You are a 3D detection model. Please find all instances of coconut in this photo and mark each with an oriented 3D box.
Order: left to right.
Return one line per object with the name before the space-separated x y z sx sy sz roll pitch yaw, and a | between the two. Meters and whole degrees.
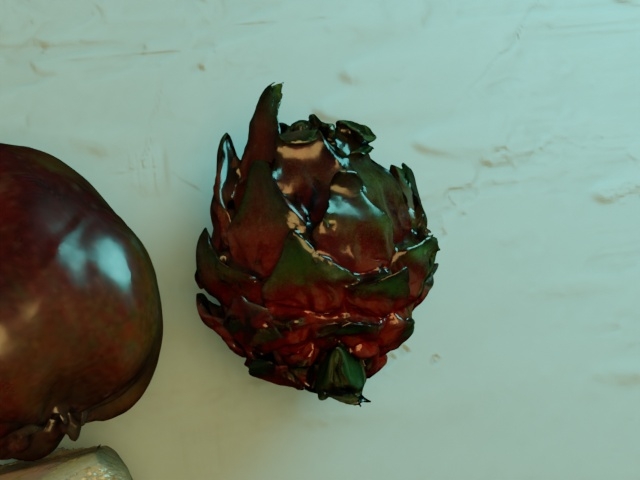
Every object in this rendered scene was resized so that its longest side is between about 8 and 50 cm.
coconut | -0.185 0.194 1.266 0.124 0.110 0.110 -18 88 -18

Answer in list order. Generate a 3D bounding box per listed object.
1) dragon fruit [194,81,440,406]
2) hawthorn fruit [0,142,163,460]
dragon fruit | -0.002 0.009 1.289 0.182 0.182 0.188 28 94 -7
hawthorn fruit | -0.224 0.023 1.232 0.208 0.208 0.248 -28 79 -12
